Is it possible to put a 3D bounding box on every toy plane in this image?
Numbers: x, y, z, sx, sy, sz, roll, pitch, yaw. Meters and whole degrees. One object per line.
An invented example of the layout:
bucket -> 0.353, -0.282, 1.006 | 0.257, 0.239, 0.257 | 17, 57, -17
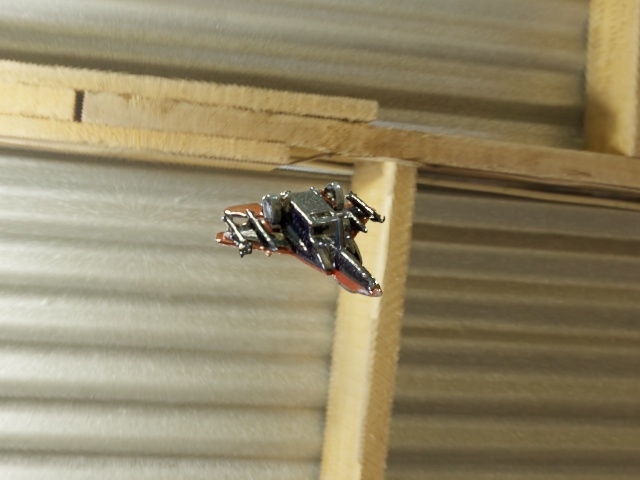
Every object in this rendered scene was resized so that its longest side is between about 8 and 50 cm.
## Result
toy plane -> 0.000, -0.003, 0.765 | 0.130, 0.189, 0.061 | -11, -74, -21
